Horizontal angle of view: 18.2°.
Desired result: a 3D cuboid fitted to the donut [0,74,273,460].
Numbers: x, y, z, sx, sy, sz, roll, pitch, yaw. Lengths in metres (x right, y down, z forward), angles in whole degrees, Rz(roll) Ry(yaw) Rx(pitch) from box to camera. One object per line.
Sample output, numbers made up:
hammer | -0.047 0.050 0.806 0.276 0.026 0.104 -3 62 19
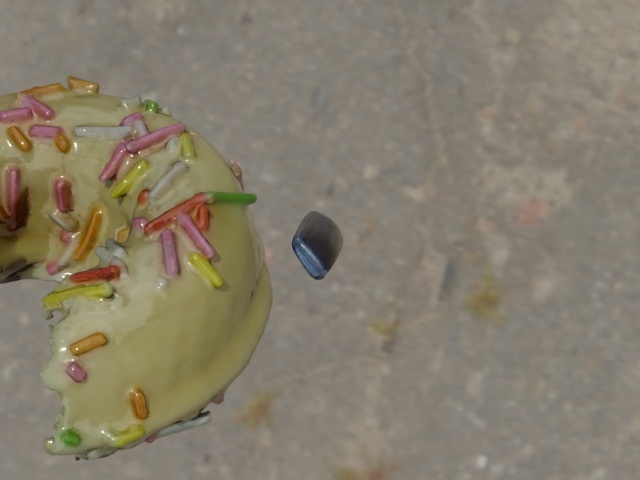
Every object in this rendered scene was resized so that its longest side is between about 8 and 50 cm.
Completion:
donut | -0.202 0.002 1.618 0.371 0.307 0.150 31 140 30

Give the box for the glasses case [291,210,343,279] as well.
glasses case | 0.000 0.000 1.369 0.023 0.083 0.033 -34 99 13
